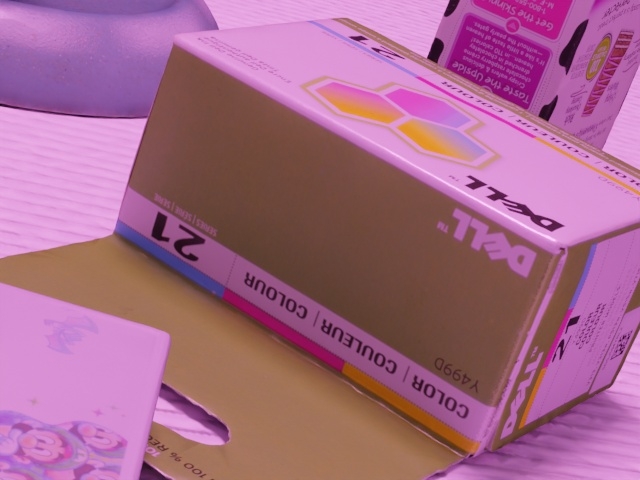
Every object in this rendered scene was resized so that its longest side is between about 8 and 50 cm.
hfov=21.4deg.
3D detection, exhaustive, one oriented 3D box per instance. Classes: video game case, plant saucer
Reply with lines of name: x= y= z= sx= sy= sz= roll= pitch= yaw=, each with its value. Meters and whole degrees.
video game case: x=-0.122 y=0.054 z=0.477 sx=0.143 sy=0.019 sz=0.157 roll=17 pitch=29 yaw=-6
plant saucer: x=-0.196 y=-0.153 z=0.920 sx=0.317 sy=0.043 sz=0.317 roll=18 pitch=21 yaw=-7

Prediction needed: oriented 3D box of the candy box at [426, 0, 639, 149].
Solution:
candy box: x=0.121 y=-0.118 z=0.845 sx=0.071 sy=0.233 sz=0.159 roll=27 pitch=21 yaw=18

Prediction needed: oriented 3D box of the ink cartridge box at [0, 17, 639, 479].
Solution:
ink cartridge box: x=0.000 y=0.000 z=0.639 sx=0.189 sy=0.097 sz=0.255 roll=31 pitch=23 yaw=25
